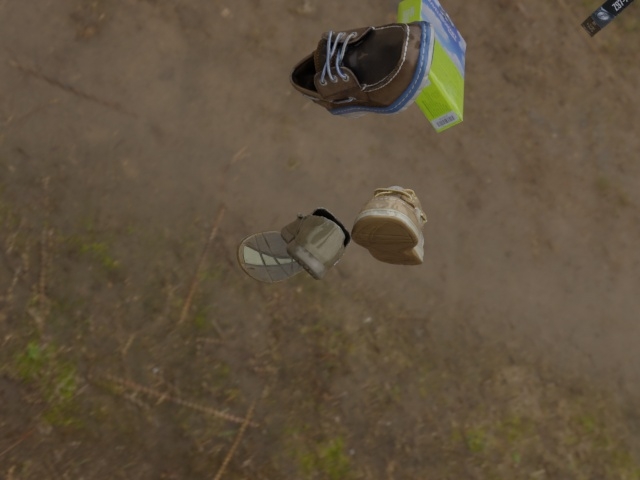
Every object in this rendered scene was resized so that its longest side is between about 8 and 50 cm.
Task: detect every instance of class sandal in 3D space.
[{"bbox_3d":[-0.053,0.016,1.664,0.180,0.049,0.072,-12,101,-48],"label":"sandal"}]

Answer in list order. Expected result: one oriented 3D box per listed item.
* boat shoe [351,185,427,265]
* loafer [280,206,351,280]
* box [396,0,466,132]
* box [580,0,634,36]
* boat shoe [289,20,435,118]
[{"bbox_3d":[0.064,-0.021,1.090,0.063,0.170,0.059,4,78,9],"label":"boat shoe"},{"bbox_3d":[0.000,0.000,1.060,0.056,0.050,0.148,46,4,-11],"label":"loafer"},{"bbox_3d":[0.134,-0.225,1.457,0.109,0.042,0.178,51,29,-28],"label":"box"},{"bbox_3d":[0.296,-0.236,1.173,0.018,0.083,0.067,49,6,1],"label":"box"},{"bbox_3d":[0.027,-0.132,0.939,0.066,0.183,0.066,12,79,-21],"label":"boat shoe"}]
